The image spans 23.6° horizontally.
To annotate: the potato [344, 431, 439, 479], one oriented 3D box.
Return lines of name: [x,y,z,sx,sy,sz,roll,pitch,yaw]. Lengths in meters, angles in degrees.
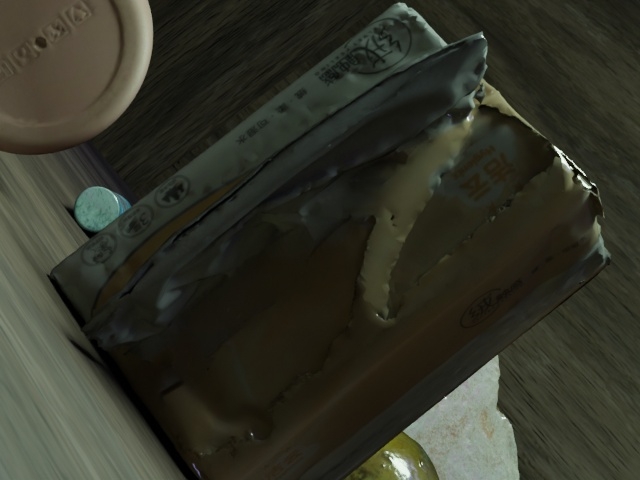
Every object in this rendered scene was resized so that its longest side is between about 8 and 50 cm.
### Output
potato: [0.036,0.206,1.125,0.176,0.137,0.137,55,-4,-15]

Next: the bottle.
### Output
bottle: [-0.261,-0.193,1.185,0.206,0.173,0.297,16,15,-26]

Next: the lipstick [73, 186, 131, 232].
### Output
lipstick: [-0.224,-0.029,1.590,0.048,0.048,0.158,52,-3,-1]

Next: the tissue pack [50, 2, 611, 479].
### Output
tissue pack: [0.000,0.000,0.981,0.238,0.305,0.238,52,-3,4]

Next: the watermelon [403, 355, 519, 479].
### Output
watermelon: [0.001,0.146,1.451,0.222,0.319,0.292,-20,-111,58]
